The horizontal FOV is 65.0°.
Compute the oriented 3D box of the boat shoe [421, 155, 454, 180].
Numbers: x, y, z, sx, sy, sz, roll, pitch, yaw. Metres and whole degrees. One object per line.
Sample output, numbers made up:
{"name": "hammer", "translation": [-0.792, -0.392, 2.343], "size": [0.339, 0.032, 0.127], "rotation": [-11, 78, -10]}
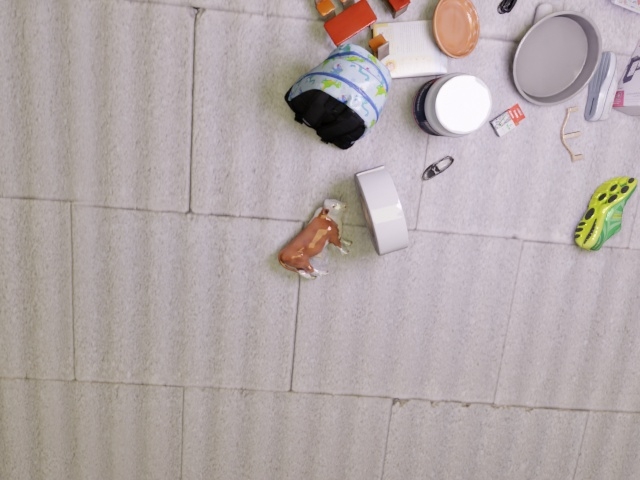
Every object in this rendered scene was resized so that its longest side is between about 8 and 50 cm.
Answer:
{"name": "boat shoe", "translation": [0.406, -0.249, 1.736], "size": [0.125, 0.038, 0.046], "rotation": [-32, 103, 4]}

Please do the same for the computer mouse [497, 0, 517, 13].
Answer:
{"name": "computer mouse", "translation": [0.561, -0.872, 1.587], "size": [0.262, 0.060, 0.184], "rotation": [38, 99, -11]}

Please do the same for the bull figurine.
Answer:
{"name": "bull figurine", "translation": [0.000, 0.000, 1.741], "size": [0.310, 0.101, 0.188], "rotation": [-43, 103, 7]}

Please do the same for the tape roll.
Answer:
{"name": "tape roll", "translation": [0.195, -0.097, 1.636], "size": [0.100, 0.286, 0.286], "rotation": [-17, 103, 2]}

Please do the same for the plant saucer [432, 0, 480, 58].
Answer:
{"name": "plant saucer", "translation": [0.426, -0.681, 1.601], "size": [0.200, 0.037, 0.200], "rotation": [-4, 98, -31]}

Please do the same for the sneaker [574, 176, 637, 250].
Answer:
{"name": "sneaker", "translation": [1.016, -0.096, 1.786], "size": [0.123, 0.109, 0.295], "rotation": [27, 98, -35]}

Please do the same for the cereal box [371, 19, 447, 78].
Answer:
{"name": "cereal box", "translation": [0.290, -0.620, 1.637], "size": [0.240, 0.047, 0.173], "rotation": [-4, 101, -2]}

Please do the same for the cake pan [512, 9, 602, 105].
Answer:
{"name": "cake pan", "translation": [0.759, -0.590, 1.634], "size": [0.293, 0.054, 0.293], "rotation": [-3, 119, -5]}

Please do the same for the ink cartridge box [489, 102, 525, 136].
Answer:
{"name": "ink cartridge box", "translation": [0.643, -0.412, 1.715], "size": [0.115, 0.029, 0.063], "rotation": [-34, 102, 5]}

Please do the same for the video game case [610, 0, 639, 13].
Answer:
{"name": "video game case", "translation": [1.056, -0.818, 1.571], "size": [0.227, 0.026, 0.206], "rotation": [6, 128, -22]}

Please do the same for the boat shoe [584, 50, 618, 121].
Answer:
{"name": "boat shoe", "translation": [0.955, -0.516, 1.691], "size": [0.075, 0.083, 0.226], "rotation": [-1, 115, -15]}

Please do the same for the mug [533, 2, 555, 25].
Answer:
{"name": "mug", "translation": [0.730, -0.734, 1.638], "size": [0.062, 0.078, 0.064], "rotation": [4, 95, 29]}

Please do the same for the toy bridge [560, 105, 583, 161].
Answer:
{"name": "toy bridge", "translation": [0.867, -0.364, 1.740], "size": [0.063, 0.026, 0.188], "rotation": [-12, 104, 2]}

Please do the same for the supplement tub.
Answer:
{"name": "supplement tub", "translation": [0.405, -0.421, 1.576], "size": [0.191, 0.272, 0.191], "rotation": [-1, 103, -3]}

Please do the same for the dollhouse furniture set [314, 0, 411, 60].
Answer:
{"name": "dollhouse furniture set", "translation": [0.137, -0.695, 1.532], "size": [0.259, 0.135, 0.262], "rotation": [-32, 86, 5]}

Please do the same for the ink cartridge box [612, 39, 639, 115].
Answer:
{"name": "ink cartridge box", "translation": [1.078, -0.536, 1.635], "size": [0.100, 0.172, 0.237], "rotation": [19, 101, -7]}

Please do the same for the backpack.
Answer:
{"name": "backpack", "translation": [0.061, -0.429, 1.515], "size": [0.290, 0.355, 0.273], "rotation": [39, 98, -10]}
